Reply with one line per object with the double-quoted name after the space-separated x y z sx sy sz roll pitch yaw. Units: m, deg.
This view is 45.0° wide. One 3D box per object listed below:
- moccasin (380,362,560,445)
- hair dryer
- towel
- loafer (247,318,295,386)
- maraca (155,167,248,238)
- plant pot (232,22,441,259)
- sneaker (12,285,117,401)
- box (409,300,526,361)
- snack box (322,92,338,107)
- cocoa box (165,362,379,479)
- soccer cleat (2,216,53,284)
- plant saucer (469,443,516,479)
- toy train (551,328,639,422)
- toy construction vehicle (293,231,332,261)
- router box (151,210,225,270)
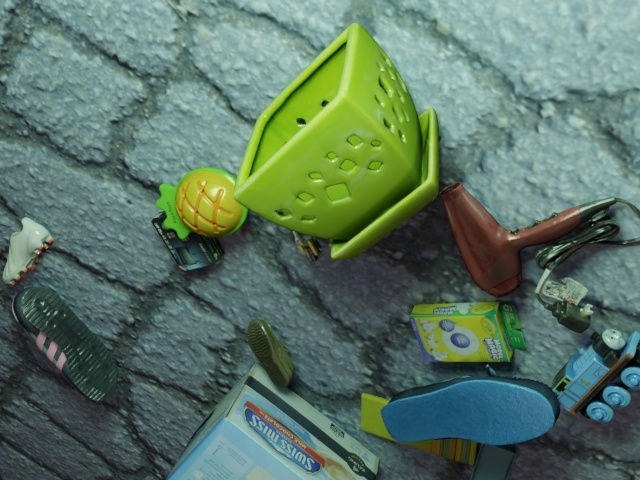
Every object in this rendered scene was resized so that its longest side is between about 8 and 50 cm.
0.259 0.275 1.351 0.342 0.117 0.138 -10 99 41 "moccasin"
0.312 -0.007 1.157 0.293 0.080 0.224 22 115 5 "hair dryer"
0.192 0.366 1.516 0.237 0.021 0.102 13 123 20 "towel"
-0.097 0.220 1.540 0.056 0.050 0.148 -20 97 33 "loafer"
-0.208 -0.062 1.349 0.185 0.099 0.127 -11 105 28 "maraca"
0.040 -0.124 1.078 0.207 0.227 0.228 37 124 -20 "plant pot"
-0.592 0.237 1.790 0.131 0.112 0.319 -6 119 51 "sneaker"
0.251 0.157 1.313 0.179 0.043 0.105 -7 120 30 "box"
0.030 -0.152 1.211 0.064 0.022 0.178 3 124 24 "snack box"
-0.092 0.472 1.561 0.347 0.228 0.231 39 112 -4 "cocoa box"
-0.647 0.023 1.674 0.076 0.068 0.196 45 125 -2 "soccer cleat"
0.332 0.460 1.512 0.067 0.018 0.192 18 129 15 "plant saucer"
0.449 0.213 1.228 0.105 0.080 0.184 33 133 10 "toy train"
0.000 0.000 1.332 0.086 0.035 0.098 -15 115 35 "toy construction vehicle"
-0.249 -0.005 1.457 0.092 0.038 0.122 -13 116 34 "router box"
